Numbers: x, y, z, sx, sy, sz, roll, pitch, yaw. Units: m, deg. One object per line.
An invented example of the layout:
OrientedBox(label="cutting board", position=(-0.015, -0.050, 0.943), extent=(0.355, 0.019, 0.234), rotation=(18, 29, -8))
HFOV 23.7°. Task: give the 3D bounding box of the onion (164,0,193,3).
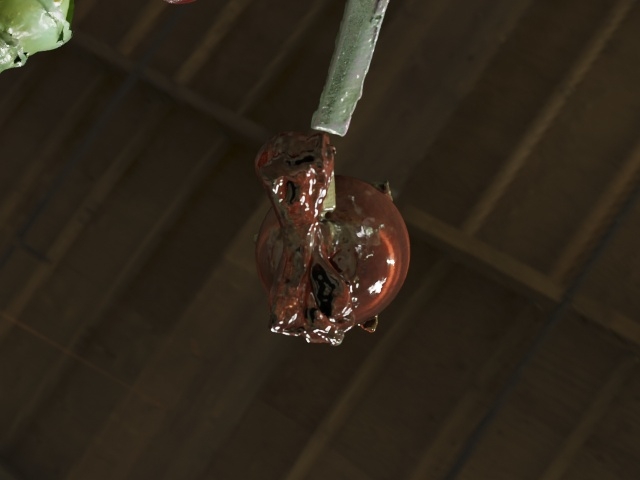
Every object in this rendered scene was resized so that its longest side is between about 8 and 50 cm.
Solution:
OrientedBox(label="onion", position=(-0.169, -0.416, 1.764), extent=(0.195, 0.272, 0.272), rotation=(-29, -131, -20))

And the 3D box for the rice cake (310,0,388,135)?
OrientedBox(label="rice cake", position=(0.032, -0.189, 1.575), extent=(0.043, 0.211, 0.034), rotation=(12, -138, -5))

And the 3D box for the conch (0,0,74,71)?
OrientedBox(label="conch", position=(-0.165, -0.167, 0.866), extent=(0.095, 0.079, 0.201), rotation=(-4, -110, 58))

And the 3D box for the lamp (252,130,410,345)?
OrientedBox(label="lamp", position=(0.012, -0.002, 1.454), extent=(0.151, 0.223, 0.215), rotation=(-8, -85, -4))
